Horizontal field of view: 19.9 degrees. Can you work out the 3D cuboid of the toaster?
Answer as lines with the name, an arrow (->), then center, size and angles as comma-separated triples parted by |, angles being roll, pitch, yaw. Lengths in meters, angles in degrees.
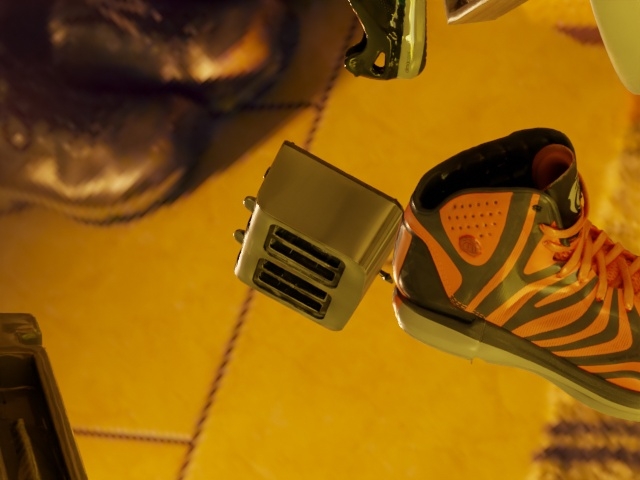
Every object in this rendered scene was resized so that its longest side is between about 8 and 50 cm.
toaster -> 0.000, 0.000, 2.056 | 0.185, 0.168, 0.110 | 29, 59, 4

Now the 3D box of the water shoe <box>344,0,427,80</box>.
water shoe -> 0.050, -0.234, 1.558 | 0.080, 0.203, 0.073 | -2, 16, 1

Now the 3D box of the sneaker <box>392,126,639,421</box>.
sneaker -> 0.210, 0.024, 1.391 | 0.321, 0.180, 0.124 | 12, 38, 11

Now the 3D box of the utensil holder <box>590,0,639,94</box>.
utensil holder -> 0.317, -0.261, 0.881 | 0.385, 0.327, 0.327 | -8, 53, 19

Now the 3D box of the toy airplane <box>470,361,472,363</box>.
toy airplane -> 0.159, 0.058, 1.873 | 0.151, 0.151, 0.028 | -32, 10, 9

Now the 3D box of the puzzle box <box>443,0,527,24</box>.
puzzle box -> 0.173, -0.354, 1.494 | 0.052, 0.409, 0.272 | -9, 85, -18

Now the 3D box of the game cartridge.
game cartridge -> -0.132, 0.213, 0.858 | 0.068, 0.230, 0.355 | -1, 24, -18
